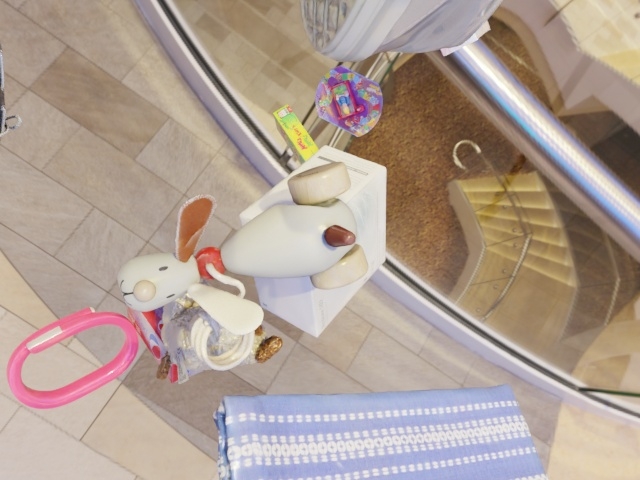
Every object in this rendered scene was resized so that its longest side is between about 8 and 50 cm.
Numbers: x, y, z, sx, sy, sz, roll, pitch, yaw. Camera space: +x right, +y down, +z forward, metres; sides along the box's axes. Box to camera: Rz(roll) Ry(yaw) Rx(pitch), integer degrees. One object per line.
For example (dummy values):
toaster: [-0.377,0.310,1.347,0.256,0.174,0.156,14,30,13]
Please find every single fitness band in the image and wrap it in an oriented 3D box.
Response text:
fitness band: [-0.577,0.275,1.267,0.291,0.054,0.209,-26,130,-27]

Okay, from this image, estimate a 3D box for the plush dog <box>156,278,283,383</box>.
plush dog: [-0.206,0.202,1.118,0.225,0.262,0.210,16,99,-42]

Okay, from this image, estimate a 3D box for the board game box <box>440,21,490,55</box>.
board game box: [0.213,-0.512,0.982,0.317,0.066,0.318,63,29,-12]

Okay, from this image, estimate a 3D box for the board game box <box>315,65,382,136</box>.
board game box: [0.060,-0.323,1.250,0.169,0.133,0.033,30,29,12]

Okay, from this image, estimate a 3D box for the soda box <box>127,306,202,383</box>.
soda box: [-0.375,0.213,1.282,0.084,0.092,0.263,-17,40,-36]

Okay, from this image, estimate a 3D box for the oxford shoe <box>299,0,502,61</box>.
oxford shoe: [0.111,-0.234,0.238,0.130,0.449,0.169,-5,77,-21]

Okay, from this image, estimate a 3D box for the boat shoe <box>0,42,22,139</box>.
boat shoe: [-0.593,-0.209,0.927,0.113,0.105,0.306,17,118,9]

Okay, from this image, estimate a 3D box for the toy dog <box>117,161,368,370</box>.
toy dog: [-0.079,0.025,0.669,0.334,0.161,0.220,-39,102,-3]

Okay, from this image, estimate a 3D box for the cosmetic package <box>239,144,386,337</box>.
cosmetic package: [0.000,0.000,0.922,0.138,0.224,0.225,26,52,29]

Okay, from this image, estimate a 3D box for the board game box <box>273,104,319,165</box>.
board game box: [-0.044,-0.224,1.282,0.043,0.092,0.181,-32,79,-5]

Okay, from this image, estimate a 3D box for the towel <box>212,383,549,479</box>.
towel: [0.080,0.230,0.257,0.243,0.040,0.335,7,50,-30]
